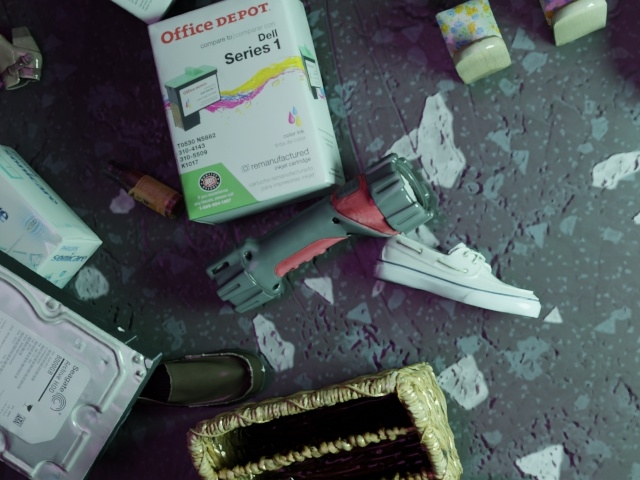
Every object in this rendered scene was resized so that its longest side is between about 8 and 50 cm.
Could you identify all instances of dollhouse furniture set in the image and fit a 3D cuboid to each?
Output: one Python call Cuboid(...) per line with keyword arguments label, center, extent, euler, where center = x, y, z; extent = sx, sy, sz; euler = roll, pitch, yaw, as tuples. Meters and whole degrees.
Cuboid(label="dollhouse furniture set", center=(0.268, -0.445, 1.224), extent=(0.394, 0.256, 0.362), euler=(-21, 82, 13))

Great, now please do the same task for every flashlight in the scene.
Cuboid(label="flashlight", center=(0.000, 0.000, 1.352), extent=(0.304, 0.103, 0.103), euler=(-32, 74, 21))

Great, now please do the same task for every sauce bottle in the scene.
Cuboid(label="sauce bottle", center=(-0.254, -0.076, 1.460), extent=(0.128, 0.042, 0.042), euler=(29, 95, 17))

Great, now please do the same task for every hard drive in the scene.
Cuboid(label="hard drive", center=(-0.416, 0.165, 1.372), extent=(0.339, 0.064, 0.237), euler=(33, 99, 1))

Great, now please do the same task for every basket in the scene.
Cuboid(label="basket", center=(0.014, 0.290, 1.281), extent=(0.299, 0.223, 0.214), euler=(-16, 84, 13))

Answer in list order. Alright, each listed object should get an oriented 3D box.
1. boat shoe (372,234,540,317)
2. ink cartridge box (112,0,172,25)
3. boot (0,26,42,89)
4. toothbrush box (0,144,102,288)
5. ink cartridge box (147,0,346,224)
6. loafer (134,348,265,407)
Cuboid(label="boat shoe", center=(0.178, 0.040, 1.317), extent=(0.226, 0.083, 0.076), euler=(15, 89, 17))
Cuboid(label="ink cartridge box", center=(-0.283, -0.453, 1.369), extent=(0.272, 0.114, 0.197), euler=(32, 117, -11))
Cuboid(label="boot", center=(-0.474, -0.269, 1.525), extent=(0.118, 0.042, 0.087), euler=(-11, 87, 15))
Cuboid(label="toothbrush box", center=(-0.503, 0.033, 1.477), extent=(0.216, 0.126, 0.295), euler=(45, 98, 11))
Cuboid(label="ink cartridge box", center=(-0.100, -0.181, 1.383), extent=(0.201, 0.117, 0.278), euler=(-15, 84, 14))
Cuboid(label="loafer", center=(-0.184, 0.200, 1.409), extent=(0.220, 0.078, 0.080), euler=(-11, 85, 14))
